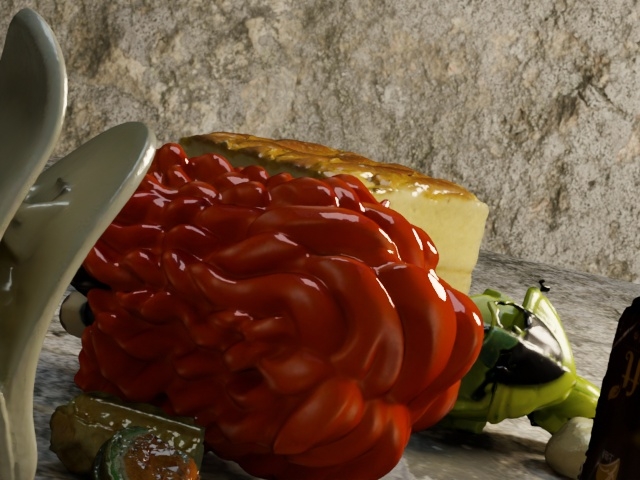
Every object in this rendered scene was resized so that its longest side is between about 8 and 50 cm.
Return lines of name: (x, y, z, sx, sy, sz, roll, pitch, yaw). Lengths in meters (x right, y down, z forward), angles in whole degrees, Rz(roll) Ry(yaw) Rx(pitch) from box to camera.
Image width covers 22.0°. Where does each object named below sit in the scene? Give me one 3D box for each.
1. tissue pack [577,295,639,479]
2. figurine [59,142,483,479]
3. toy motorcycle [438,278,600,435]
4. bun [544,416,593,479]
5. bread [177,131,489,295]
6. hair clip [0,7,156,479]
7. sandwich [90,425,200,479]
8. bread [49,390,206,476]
tissue pack: (0.371, 0.170, 1.207, 0.210, 0.198, 0.370, 14, 6, -19)
figurine: (-0.056, 0.068, 1.294, 0.306, 0.241, 0.412, 36, -14, -5)
toy motorcycle: (0.101, 0.103, 1.516, 0.342, 0.142, 0.206, 15, -31, 16)
bun: (0.243, 0.184, 1.458, 0.086, 0.055, 0.086, 14, 5, -1)
bread: (0.000, 0.000, 1.874, 0.279, 0.207, 0.279, 20, 8, 40)
hair clip: (-0.198, 0.006, 1.021, 0.113, 0.282, 0.172, 27, -1, -32)
sandwich: (-0.109, 0.151, 1.035, 0.069, 0.026, 0.101, 10, 27, -9)
bread: (-0.130, 0.137, 1.110, 0.110, 0.060, 0.066, 14, 38, 10)
